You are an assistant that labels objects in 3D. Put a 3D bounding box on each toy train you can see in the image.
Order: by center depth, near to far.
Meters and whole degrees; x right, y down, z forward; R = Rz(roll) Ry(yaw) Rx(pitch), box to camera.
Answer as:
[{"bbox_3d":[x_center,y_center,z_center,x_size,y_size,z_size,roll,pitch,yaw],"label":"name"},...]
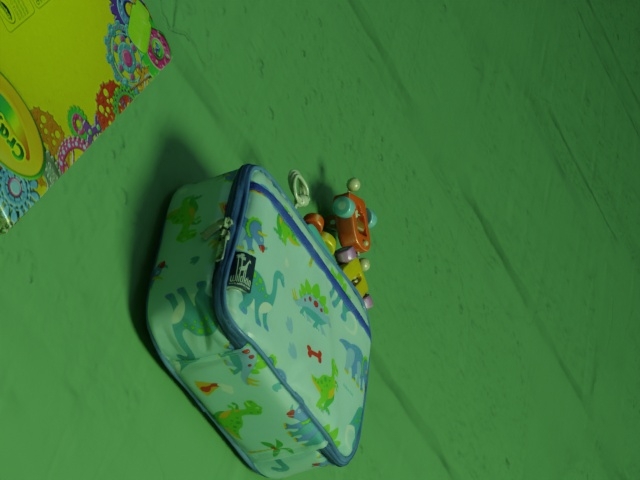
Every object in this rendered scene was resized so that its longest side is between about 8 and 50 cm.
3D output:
[{"bbox_3d":[0.000,0.000,1.422,0.166,0.046,0.125,18,60,-62],"label":"toy train"}]

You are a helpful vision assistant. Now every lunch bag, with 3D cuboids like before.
[{"bbox_3d":[-0.041,0.060,1.264,0.219,0.090,0.176,55,30,-36],"label":"lunch bag"}]

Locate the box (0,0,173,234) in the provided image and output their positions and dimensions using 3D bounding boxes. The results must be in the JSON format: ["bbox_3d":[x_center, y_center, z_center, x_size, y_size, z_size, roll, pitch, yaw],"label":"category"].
[{"bbox_3d":[-0.269,-0.133,0.710,0.290,0.279,0.177,64,28,-20],"label":"box"}]
